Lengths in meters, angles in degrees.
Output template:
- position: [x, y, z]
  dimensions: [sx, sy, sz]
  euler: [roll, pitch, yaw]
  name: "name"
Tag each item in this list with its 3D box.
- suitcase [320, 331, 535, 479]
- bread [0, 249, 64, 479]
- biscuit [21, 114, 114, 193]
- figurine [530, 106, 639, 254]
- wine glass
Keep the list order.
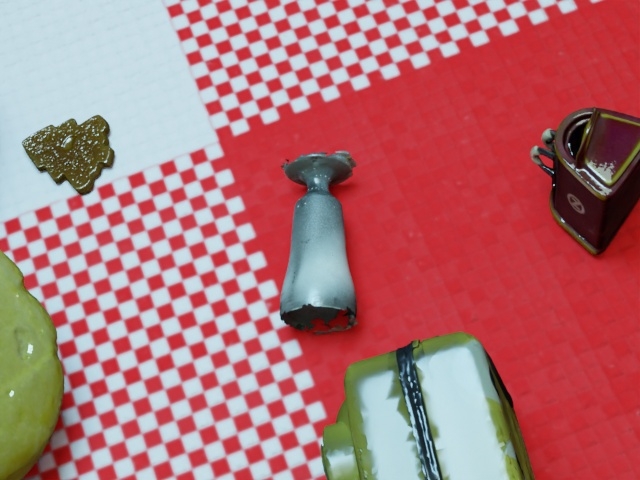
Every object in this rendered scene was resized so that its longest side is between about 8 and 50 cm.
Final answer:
- position: [0.092, 0.199, 1.012]
  dimensions: [0.143, 0.194, 0.234]
  euler: [-17, 63, 9]
  name: "suitcase"
- position: [-0.341, 0.115, 1.078]
  dimensions: [0.270, 0.148, 0.269]
  euler: [10, 69, -28]
  name: "bread"
- position: [-0.243, -0.084, 1.279]
  dimensions: [0.092, 0.016, 0.082]
  euler: [5, 70, 9]
  name: "biscuit"
- position: [0.228, -0.069, 1.146]
  dimensions: [0.098, 0.154, 0.082]
  euler: [34, 73, 23]
  name: "figurine"
- position: [0.000, 0.000, 1.183]
  dimensions: [0.072, 0.072, 0.155]
  euler: [-2, 65, 5]
  name: "wine glass"
